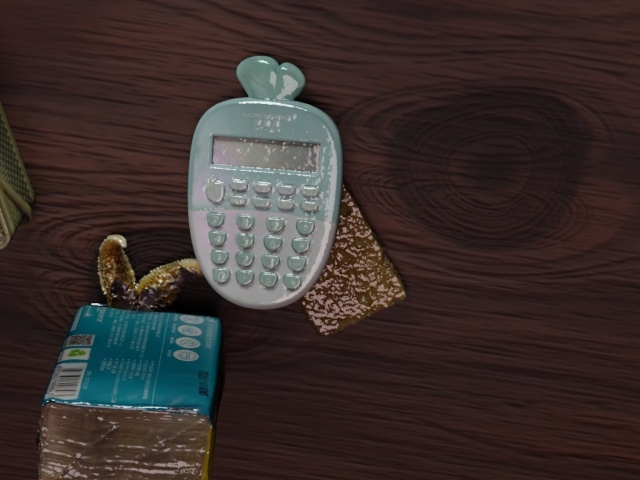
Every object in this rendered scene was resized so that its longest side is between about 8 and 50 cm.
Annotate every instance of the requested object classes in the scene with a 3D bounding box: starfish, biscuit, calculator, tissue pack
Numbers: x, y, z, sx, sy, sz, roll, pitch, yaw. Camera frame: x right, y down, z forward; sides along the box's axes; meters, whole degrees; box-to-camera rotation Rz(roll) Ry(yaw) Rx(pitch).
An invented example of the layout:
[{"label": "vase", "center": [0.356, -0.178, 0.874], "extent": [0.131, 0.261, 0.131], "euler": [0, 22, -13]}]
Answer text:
[{"label": "starfish", "center": [-0.216, 0.091, 1.877], "extent": [0.216, 0.071, 0.238], "euler": [-22, 119, 5]}, {"label": "biscuit", "center": [0.000, 0.000, 1.849], "extent": [0.131, 0.025, 0.231], "euler": [-26, 107, 11]}, {"label": "calculator", "center": [-0.064, -0.067, 1.786], "extent": [0.184, 0.042, 0.295], "euler": [5, 96, 9]}, {"label": "tissue pack", "center": [-0.209, 0.184, 1.741], "extent": [0.192, 0.271, 0.134], "euler": [6, 110, -1]}]

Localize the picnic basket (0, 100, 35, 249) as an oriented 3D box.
[{"label": "picnic basket", "center": [-0.448, -0.108, 1.762], "extent": [0.165, 0.139, 0.267], "euler": [-13, 110, 7]}]
